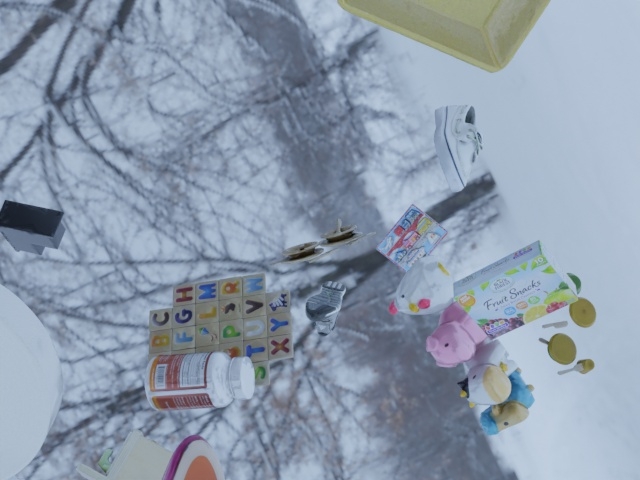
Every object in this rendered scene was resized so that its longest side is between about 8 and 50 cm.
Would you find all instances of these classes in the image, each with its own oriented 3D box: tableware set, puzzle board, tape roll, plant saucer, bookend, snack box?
[{"bbox_3d":[0.370,0.125,1.411,0.024,0.104,0.154,134,124,-62],"label":"tableware set"},{"bbox_3d":[0.191,0.000,1.971,0.096,0.128,0.011,38,-158,0],"label":"puzzle board"},{"bbox_3d":[-0.579,0.205,1.388,0.072,0.392,0.392,-82,-32,-62],"label":"tape roll"},{"bbox_3d":[0.230,-0.464,1.466,0.333,0.332,0.081,16,-148,-27],"label":"plant saucer"},{"bbox_3d":[0.000,0.000,1.820,0.194,0.128,0.039,-23,-78,-42],"label":"tableware set"},{"bbox_3d":[-0.698,-0.021,2.336,0.156,0.157,0.072,82,-159,-64],"label":"bookend"},{"bbox_3d":[0.271,0.071,1.317,0.100,0.141,0.037,47,-151,-25],"label":"snack box"}]

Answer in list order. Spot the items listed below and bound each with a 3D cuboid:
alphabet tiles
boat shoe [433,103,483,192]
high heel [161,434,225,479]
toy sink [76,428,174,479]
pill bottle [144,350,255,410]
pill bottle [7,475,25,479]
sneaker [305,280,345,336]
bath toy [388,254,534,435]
[{"bbox_3d":[-0.233,0.214,2.169,0.011,0.342,0.285,68,-165,-58],"label":"alphabet tiles"},{"bbox_3d":[0.237,-0.170,1.594,0.226,0.076,0.083,-89,-25,-49],"label":"boat shoe"},{"bbox_3d":[-0.270,0.464,1.643,0.181,0.127,0.377,34,122,42],"label":"high heel"},{"bbox_3d":[-0.378,0.490,2.005,0.234,0.131,0.153,27,158,3],"label":"toy sink"},{"bbox_3d":[-0.257,0.302,2.029,0.121,0.216,0.121,-5,-90,-76],"label":"pill bottle"},{"bbox_3d":[-0.571,0.495,1.788,0.067,0.067,0.120,-109,-5,-57],"label":"pill bottle"},{"bbox_3d":[0.012,0.203,2.480,0.229,0.086,0.132,-42,-36,-66],"label":"sneaker"},{"bbox_3d":[0.248,0.187,1.687,0.348,0.129,0.151,53,-174,-17],"label":"bath toy"}]
